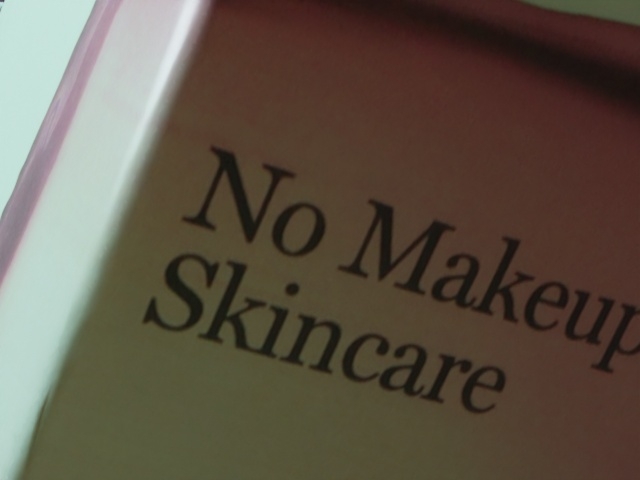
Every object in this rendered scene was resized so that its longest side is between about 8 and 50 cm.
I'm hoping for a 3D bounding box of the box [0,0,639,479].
[{"bbox_3d":[0.000,0.000,0.400,0.148,0.232,0.127,16,17,-26],"label":"box"}]

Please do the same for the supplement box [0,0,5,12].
[{"bbox_3d":[-0.202,-0.143,0.849,0.188,0.081,0.104,25,16,0],"label":"supplement box"}]
